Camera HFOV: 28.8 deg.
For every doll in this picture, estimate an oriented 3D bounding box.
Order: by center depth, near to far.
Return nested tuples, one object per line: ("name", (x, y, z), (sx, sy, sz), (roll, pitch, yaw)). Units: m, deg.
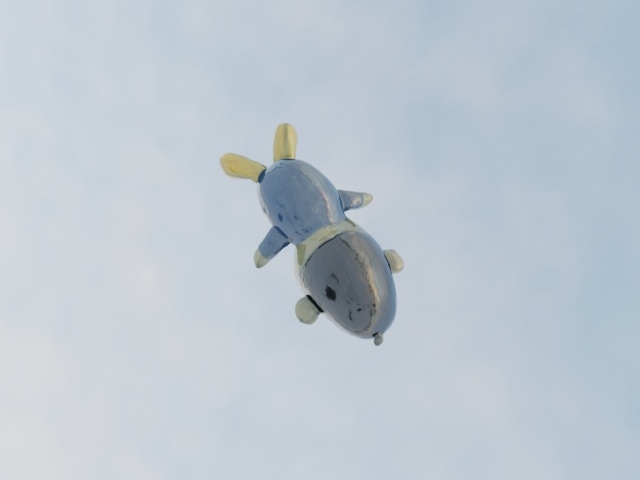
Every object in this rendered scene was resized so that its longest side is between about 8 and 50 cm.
("doll", (0.000, 0.000, 0.915), (0.179, 0.102, 0.089), (59, -7, 17))
